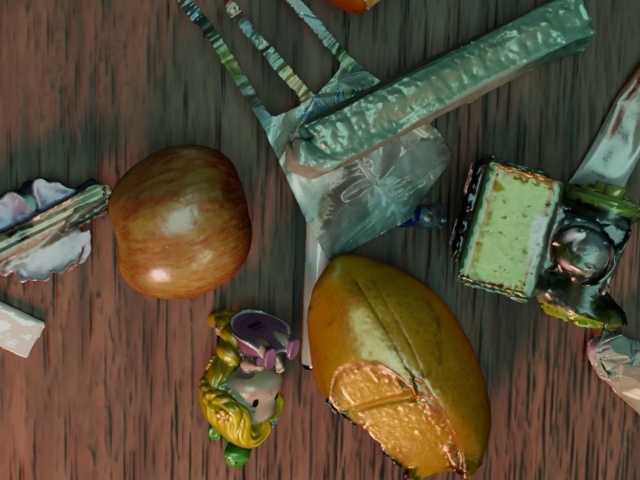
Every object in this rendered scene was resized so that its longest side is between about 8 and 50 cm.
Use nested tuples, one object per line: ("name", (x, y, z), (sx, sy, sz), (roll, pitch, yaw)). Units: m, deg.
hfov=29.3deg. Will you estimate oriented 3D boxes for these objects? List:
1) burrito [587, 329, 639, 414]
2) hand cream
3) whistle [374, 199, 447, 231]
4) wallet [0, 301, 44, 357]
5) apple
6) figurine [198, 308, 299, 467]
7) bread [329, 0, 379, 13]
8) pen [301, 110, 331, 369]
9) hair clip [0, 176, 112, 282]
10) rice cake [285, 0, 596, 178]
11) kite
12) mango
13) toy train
("burrito", (0.362, 0.167, 1.303), (0.203, 0.064, 0.064), (40, 93, -11))
("hand cream", (0.325, -0.132, 1.272), (0.052, 0.038, 0.216), (29, 99, 19))
("whistle", (0.090, -0.029, 1.264), (0.083, 0.029, 0.033), (6, 61, -11))
("wallet", (-0.326, 0.084, 1.246), (0.083, 0.011, 0.044), (28, 95, -9))
("apple", (-0.137, -0.015, 1.183), (0.131, 0.146, 0.146), (-13, 99, -15))
("figurine", (-0.088, 0.145, 1.251), (0.095, 0.115, 0.156), (-11, 123, -37))
("bread", (-0.001, -0.300, 1.163), (0.114, 0.132, 0.190), (-45, 96, 1))
("pen", (-0.001, 0.000, 1.257), (0.033, 0.033, 0.269), (1, 99, -6))
("hair clip", (-0.336, 0.015, 1.202), (0.292, 0.084, 0.106), (-27, 85, -6))
("rice cake", (0.115, -0.151, 1.203), (0.336, 0.066, 0.063), (-26, 91, -11))
("kite", (0.001, -0.144, 1.214), (0.169, 0.015, 0.310), (-35, 103, -10))
("mango", (0.075, 0.125, 1.233), (0.154, 0.126, 0.252), (-31, 99, 1))
("toy train", (0.216, -0.001, 1.170), (0.177, 0.261, 0.134), (15, 96, 6))
